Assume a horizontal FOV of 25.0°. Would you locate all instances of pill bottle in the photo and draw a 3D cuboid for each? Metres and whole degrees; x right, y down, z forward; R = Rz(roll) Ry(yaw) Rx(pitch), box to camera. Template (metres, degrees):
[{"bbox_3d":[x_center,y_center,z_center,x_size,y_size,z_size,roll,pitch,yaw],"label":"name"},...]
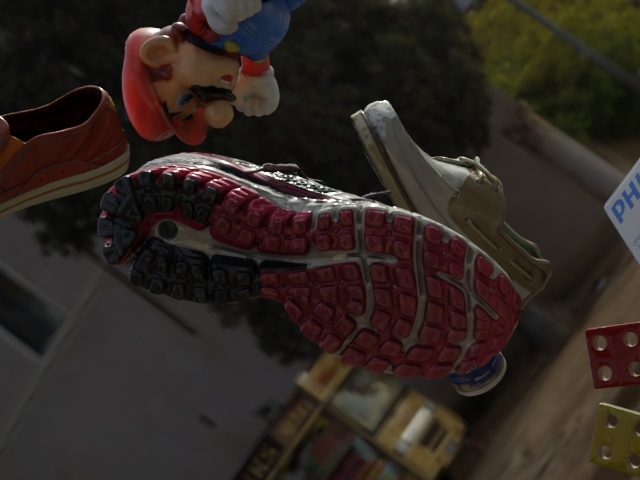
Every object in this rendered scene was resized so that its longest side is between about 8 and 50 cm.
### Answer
[{"bbox_3d":[0.154,0.112,1.623,0.067,0.120,0.067,-27,27,15],"label":"pill bottle"}]

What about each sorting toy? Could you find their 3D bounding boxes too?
[{"bbox_3d":[0.318,0.103,1.032,0.275,0.132,0.046,-15,-6,33],"label":"sorting toy"}]

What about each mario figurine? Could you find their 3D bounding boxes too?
[{"bbox_3d":[-0.078,-0.206,1.564,0.320,0.198,0.170,-40,32,22],"label":"mario figurine"}]

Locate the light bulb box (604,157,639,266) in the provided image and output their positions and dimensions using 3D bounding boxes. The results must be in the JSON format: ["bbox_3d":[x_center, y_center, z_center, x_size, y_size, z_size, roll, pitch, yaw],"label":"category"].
[{"bbox_3d":[0.607,0.020,1.770,0.358,0.361,0.225,3,-44,-31],"label":"light bulb box"}]

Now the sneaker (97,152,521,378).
[{"bbox_3d":[0.000,0.000,1.020,0.112,0.299,0.120,-53,-19,-65],"label":"sneaker"}]

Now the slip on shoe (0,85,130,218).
[{"bbox_3d":[-0.344,-0.079,1.471,0.331,0.123,0.101,-23,-57,-33],"label":"slip on shoe"}]

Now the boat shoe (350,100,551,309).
[{"bbox_3d":[0.136,-0.039,1.477,0.103,0.302,0.113,-32,37,8],"label":"boat shoe"}]
